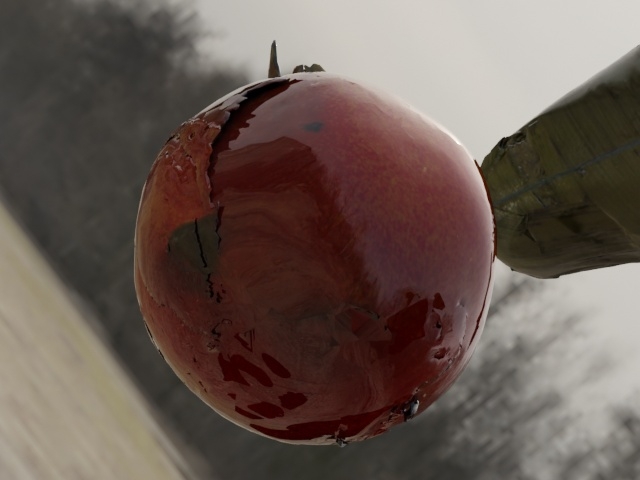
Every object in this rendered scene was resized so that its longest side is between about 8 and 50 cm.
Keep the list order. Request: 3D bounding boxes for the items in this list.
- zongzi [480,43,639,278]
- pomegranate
[{"bbox_3d":[0.323,-0.006,1.746,0.160,0.323,0.360,27,32,-48],"label":"zongzi"},{"bbox_3d":[0.000,0.000,1.045,0.210,0.210,0.235,58,27,-43],"label":"pomegranate"}]
